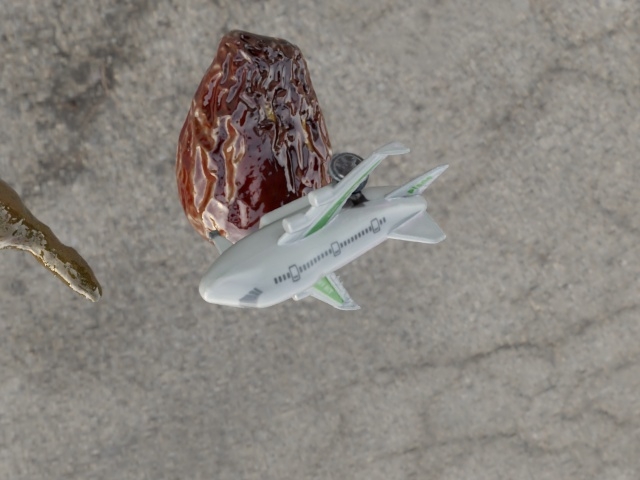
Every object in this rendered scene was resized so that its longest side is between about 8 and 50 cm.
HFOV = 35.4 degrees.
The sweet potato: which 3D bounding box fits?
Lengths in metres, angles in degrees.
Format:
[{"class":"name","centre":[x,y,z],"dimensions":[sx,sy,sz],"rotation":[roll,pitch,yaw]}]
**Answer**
[{"class":"sweet potato","centre":[-0.356,-0.020,1.131],"dimensions":[0.269,0.075,0.075],"rotation":[39,116,-12]}]

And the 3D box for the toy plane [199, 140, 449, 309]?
[{"class":"toy plane","centre":[-0.002,-0.004,0.942],"dimensions":[0.255,0.101,0.251],"rotation":[-19,149,-21]}]

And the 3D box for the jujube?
[{"class":"jujube","centre":[-0.068,-0.102,1.061],"dimensions":[0.168,0.168,0.237],"rotation":[-3,109,-21]}]
